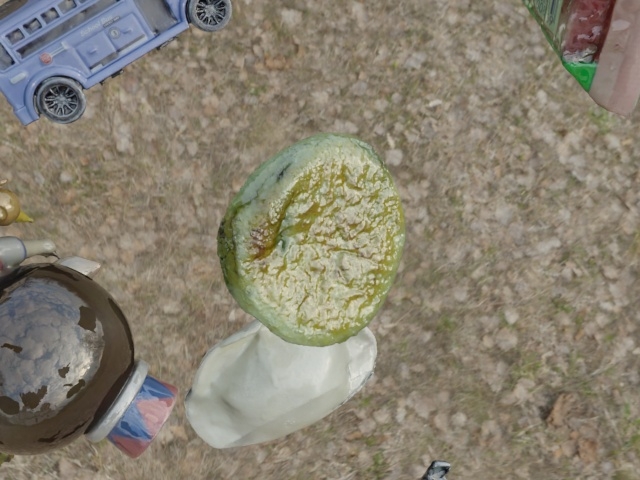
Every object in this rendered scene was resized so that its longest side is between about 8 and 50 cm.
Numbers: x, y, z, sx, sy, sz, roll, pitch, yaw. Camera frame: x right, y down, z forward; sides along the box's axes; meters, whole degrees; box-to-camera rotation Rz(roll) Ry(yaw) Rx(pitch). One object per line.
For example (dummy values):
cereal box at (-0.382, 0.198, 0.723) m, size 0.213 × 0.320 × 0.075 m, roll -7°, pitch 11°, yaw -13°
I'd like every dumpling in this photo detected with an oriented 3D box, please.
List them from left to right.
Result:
dumpling at (-0.084, 0.229, 1.296) m, size 0.341 × 0.260 × 0.181 m, roll -12°, pitch 38°, yaw 17°

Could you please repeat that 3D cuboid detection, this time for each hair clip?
hair clip at (0.137, 0.383, 1.095) m, size 0.146 × 0.187 × 0.056 m, roll 7°, pitch 56°, yaw -29°

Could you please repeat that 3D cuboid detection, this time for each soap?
soap at (0.205, -0.262, 0.574) m, size 0.098 × 0.218 × 0.273 m, roll 1°, pitch 42°, yaw -5°

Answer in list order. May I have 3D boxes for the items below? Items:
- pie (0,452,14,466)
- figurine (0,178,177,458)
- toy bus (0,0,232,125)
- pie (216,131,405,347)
pie at (-0.460, 0.198, 1.133) m, size 0.078 × 0.371 × 0.297 m, roll 26°, pitch 89°, yaw -19°
figurine at (-0.240, 0.072, 0.571) m, size 0.275 × 0.158 × 0.161 m, roll 43°, pitch 60°, yaw 8°
toy bus at (-0.241, -0.258, 0.831) m, size 0.292 × 0.133 × 0.125 m, roll -33°, pitch 34°, yaw -4°
pie at (0.000, 0.000, 0.931) m, size 0.277 × 0.078 × 0.277 m, roll -12°, pitch 110°, yaw -33°
